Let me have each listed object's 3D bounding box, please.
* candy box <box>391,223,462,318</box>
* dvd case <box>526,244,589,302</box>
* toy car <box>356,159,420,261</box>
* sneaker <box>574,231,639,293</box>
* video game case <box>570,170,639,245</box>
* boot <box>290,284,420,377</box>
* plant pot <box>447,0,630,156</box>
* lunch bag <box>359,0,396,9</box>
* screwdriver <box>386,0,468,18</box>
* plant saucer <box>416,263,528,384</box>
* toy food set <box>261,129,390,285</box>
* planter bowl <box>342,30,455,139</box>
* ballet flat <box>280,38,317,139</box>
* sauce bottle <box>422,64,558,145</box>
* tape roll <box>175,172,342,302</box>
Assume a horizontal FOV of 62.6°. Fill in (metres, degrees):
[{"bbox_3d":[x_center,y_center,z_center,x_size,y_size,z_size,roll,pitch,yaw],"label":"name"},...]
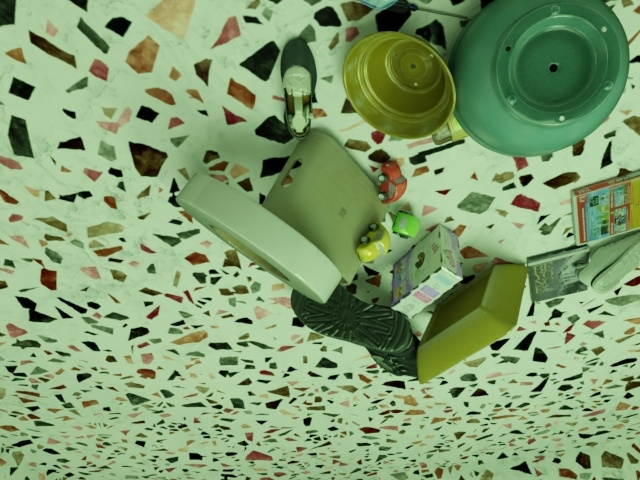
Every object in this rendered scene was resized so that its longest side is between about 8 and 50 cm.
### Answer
[{"bbox_3d":[0.271,0.081,1.359,0.070,0.164,0.196,30,129,-16],"label":"candy box"},{"bbox_3d":[0.691,0.100,1.527,0.165,0.018,0.221,-16,136,13],"label":"dvd case"},{"bbox_3d":[0.184,-0.048,1.238,0.053,0.238,0.225,17,179,35],"label":"toy car"},{"bbox_3d":[0.804,0.037,1.421,0.235,0.094,0.090,-39,122,6],"label":"sneaker"},{"bbox_3d":[0.781,-0.094,1.313,0.285,0.025,0.204,-18,137,15],"label":"video game case"},{"bbox_3d":[0.139,0.278,1.587,0.367,0.146,0.445,23,170,27],"label":"boot"},{"bbox_3d":[0.361,-0.275,0.853,0.293,0.196,0.292,2,104,9],"label":"plant pot"},{"bbox_3d":[0.086,-0.481,0.785,0.176,0.090,0.219,18,134,-24],"label":"lunch bag"},{"bbox_3d":[0.183,-0.409,0.931,0.170,0.025,0.024,0,138,-17],"label":"screwdriver"},{"bbox_3d":[0.402,0.207,1.456,0.081,0.333,0.333,45,126,0],"label":"plant saucer"},{"bbox_3d":[0.018,-0.064,1.173,0.092,0.219,0.306,10,156,48],"label":"toy food set"},{"bbox_3d":[0.156,-0.300,0.965,0.217,0.090,0.217,22,145,16],"label":"planter bowl"},{"bbox_3d":[-0.041,-0.280,1.014,0.074,0.074,0.203,-1,138,-3],"label":"ballet flat"},{"bbox_3d":[0.371,-0.287,1.009,0.345,0.111,0.111,-19,136,14],"label":"sauce bottle"},{"bbox_3d":[-0.132,0.000,1.126,0.392,0.392,0.072,42,77,-39],"label":"tape roll"}]
